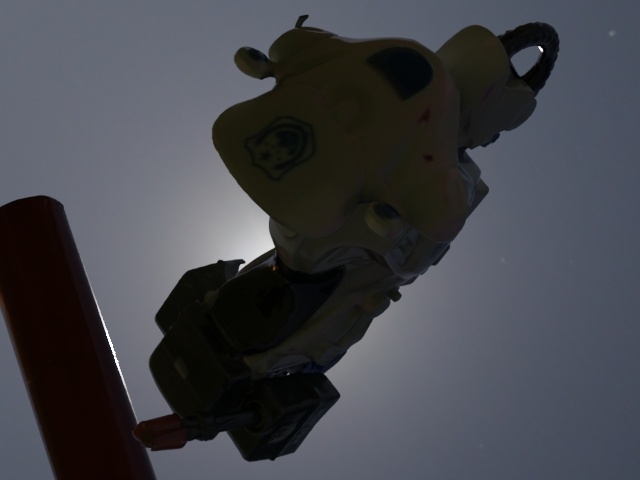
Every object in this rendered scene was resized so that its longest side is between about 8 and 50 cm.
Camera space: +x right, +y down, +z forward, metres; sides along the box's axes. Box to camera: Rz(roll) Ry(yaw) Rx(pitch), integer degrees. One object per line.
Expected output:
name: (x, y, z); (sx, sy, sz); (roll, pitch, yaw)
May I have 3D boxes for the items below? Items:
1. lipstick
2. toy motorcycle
lipstick: (-0.182, 0.094, 0.812); (0.073, 0.073, 0.280); (-32, -117, 14)
toy motorcycle: (0.000, 0.000, 0.440); (0.102, 0.150, 0.221); (50, -56, 22)
